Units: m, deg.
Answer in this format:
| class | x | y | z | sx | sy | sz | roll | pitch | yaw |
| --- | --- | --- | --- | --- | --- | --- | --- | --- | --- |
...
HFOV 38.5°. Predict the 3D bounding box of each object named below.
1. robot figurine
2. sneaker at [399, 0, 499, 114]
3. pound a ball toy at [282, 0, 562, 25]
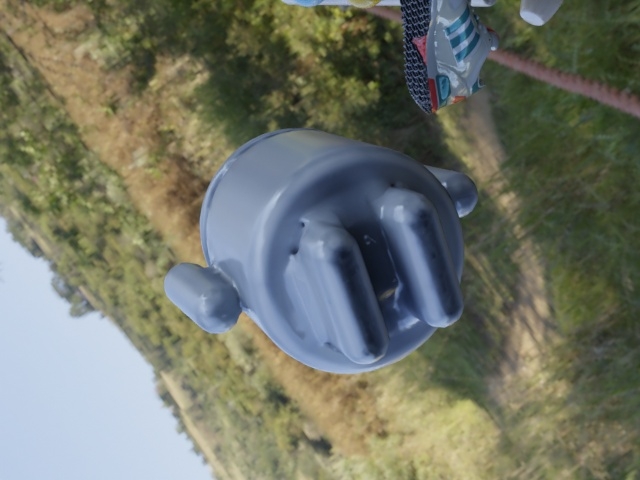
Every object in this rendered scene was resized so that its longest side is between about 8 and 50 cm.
| class | x | y | z | sx | sy | sz | roll | pitch | yaw |
| --- | --- | --- | --- | --- | --- | --- | --- | --- | --- |
| robot figurine | 0.000 | 0.000 | 0.868 | 0.353 | 0.300 | 0.199 | -148 | 40 | -67 |
| sneaker | 0.114 | -0.187 | 0.783 | 0.057 | 0.075 | 0.161 | -123 | 19 | -45 |
| pound a ball toy | 0.100 | -0.309 | 1.056 | 0.319 | 0.135 | 0.208 | 11 | 166 | 32 |
